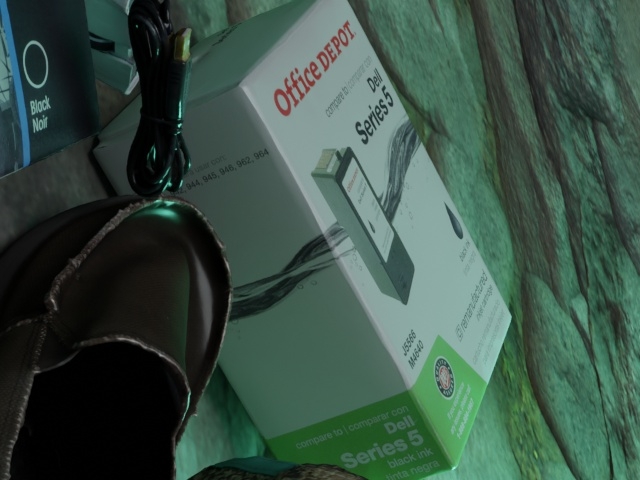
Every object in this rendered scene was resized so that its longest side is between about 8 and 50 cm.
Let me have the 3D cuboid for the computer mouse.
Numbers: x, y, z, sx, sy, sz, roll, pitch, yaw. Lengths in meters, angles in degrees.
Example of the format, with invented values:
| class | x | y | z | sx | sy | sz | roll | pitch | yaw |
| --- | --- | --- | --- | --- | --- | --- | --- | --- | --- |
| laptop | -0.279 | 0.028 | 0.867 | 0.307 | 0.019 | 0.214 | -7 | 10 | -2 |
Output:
| class | x | y | z | sx | sy | sz | roll | pitch | yaw |
| --- | --- | --- | --- | --- | --- | --- | --- | --- | --- |
| computer mouse | -0.121 | -0.114 | 0.866 | 0.193 | 0.042 | 0.106 | 51 | -33 | 45 |

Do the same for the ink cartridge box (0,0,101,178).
| class | x | y | z | sx | sy | sz | roll | pitch | yaw |
| --- | --- | --- | --- | --- | --- | --- | --- | --- | --- |
| ink cartridge box | -0.185 | -0.192 | 0.738 | 0.165 | 0.065 | 0.332 | -39 | 124 | -62 |

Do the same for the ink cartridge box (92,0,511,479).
| class | x | y | z | sx | sy | sz | roll | pitch | yaw |
| --- | --- | --- | --- | --- | --- | --- | --- | --- | --- |
| ink cartridge box | 0.000 | 0.000 | 1.016 | 0.273 | 0.115 | 0.198 | 61 | 27 | -16 |

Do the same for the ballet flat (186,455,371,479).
| class | x | y | z | sx | sy | sz | roll | pitch | yaw |
| --- | --- | --- | --- | --- | --- | --- | --- | --- | --- |
| ballet flat | 0.001 | 0.327 | 0.758 | 0.164 | 0.182 | 0.482 | -13 | 103 | -31 |

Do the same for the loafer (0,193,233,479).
| class | x | y | z | sx | sy | sz | roll | pitch | yaw |
| --- | --- | --- | --- | --- | --- | --- | --- | --- | --- |
| loafer | -0.105 | 0.087 | 0.750 | 0.134 | 0.130 | 0.366 | 64 | 27 | -22 |
